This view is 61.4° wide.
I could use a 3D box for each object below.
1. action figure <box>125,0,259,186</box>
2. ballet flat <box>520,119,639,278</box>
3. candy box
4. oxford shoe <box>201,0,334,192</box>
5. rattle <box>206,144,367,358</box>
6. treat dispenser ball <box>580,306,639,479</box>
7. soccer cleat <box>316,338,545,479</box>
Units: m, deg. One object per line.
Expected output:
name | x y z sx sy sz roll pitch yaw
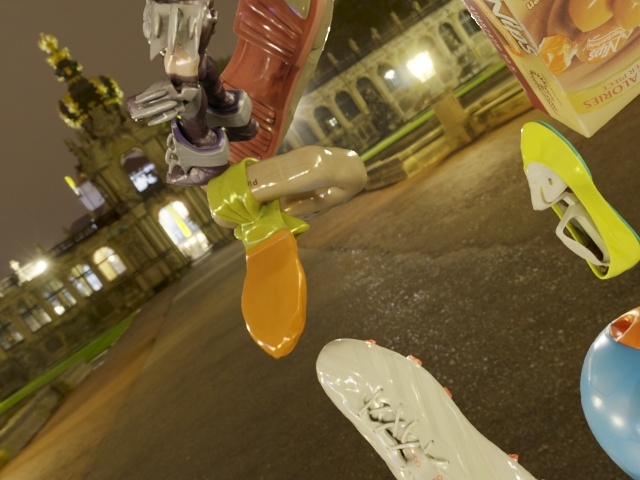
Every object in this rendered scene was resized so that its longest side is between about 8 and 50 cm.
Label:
action figure | -0.132 -0.167 0.527 0.285 0.099 0.185 88 -170 -62
ballet flat | 0.321 -0.047 0.694 0.077 0.231 0.077 -39 1 -10
candy box | 0.263 -0.255 0.393 0.316 0.183 0.087 -44 36 12
oxford shoe | -0.077 -0.223 0.809 0.397 0.140 0.146 -55 -5 36
rattle | 0.000 0.000 0.451 0.130 0.143 0.199 -33 -12 8
treat dispenser ball | 0.537 0.229 0.783 0.288 0.288 0.288 -34 7 4
soccer cleat | 0.072 0.140 0.360 0.076 0.196 0.068 -34 -21 -55
